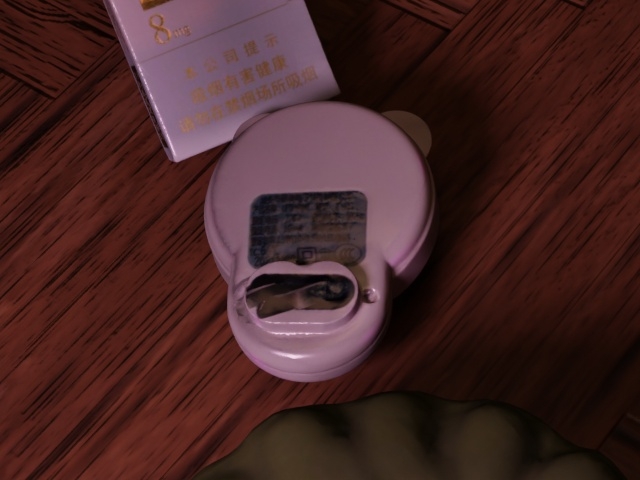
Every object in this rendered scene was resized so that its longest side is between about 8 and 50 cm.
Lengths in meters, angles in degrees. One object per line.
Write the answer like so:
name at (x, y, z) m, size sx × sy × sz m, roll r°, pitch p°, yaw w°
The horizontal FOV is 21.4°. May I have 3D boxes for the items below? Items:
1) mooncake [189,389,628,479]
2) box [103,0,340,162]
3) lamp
mooncake at (0.056, 0.266, 1.025) m, size 0.356 × 0.194 × 0.356 m, roll -5°, pitch 53°, yaw 7°
box at (-0.099, -0.204, 1.393) m, size 0.155 × 0.243 × 0.067 m, roll -24°, pitch 9°, yaw -10°
lamp at (0.000, 0.002, 1.288) m, size 0.179 × 0.108 × 0.246 m, roll -3°, pitch 54°, yaw 12°
